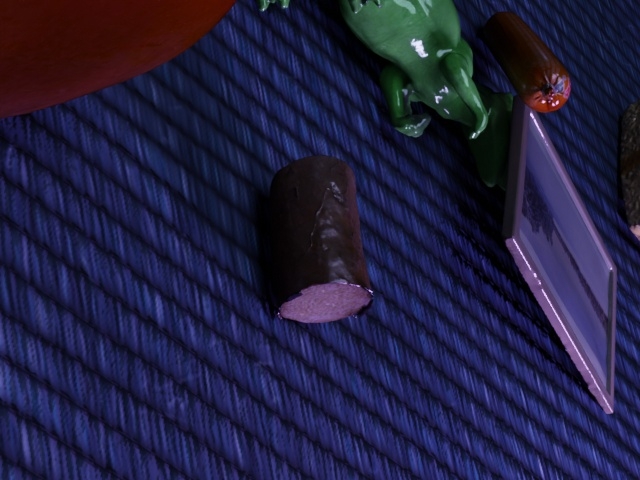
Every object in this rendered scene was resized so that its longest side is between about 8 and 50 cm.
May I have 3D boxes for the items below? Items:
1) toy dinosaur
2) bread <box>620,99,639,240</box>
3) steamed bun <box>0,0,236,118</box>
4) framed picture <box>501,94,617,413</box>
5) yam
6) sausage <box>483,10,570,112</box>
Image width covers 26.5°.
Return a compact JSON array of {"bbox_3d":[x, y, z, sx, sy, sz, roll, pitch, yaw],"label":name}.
[{"bbox_3d":[0.080,-0.312,1.380,0.374,0.144,0.500,12,64,-54],"label":"toy dinosaur"},{"bbox_3d":[0.483,-0.070,1.735,0.178,0.135,0.240,42,38,-27],"label":"bread"},{"bbox_3d":[-0.236,-0.194,0.796,0.379,0.248,0.235,-8,74,-63],"label":"steamed bun"},{"bbox_3d":[0.258,0.016,1.435,0.289,0.016,0.213,55,33,-37],"label":"framed picture"},{"bbox_3d":[-0.003,0.001,1.122,0.084,0.084,0.127,23,47,-42],"label":"yam"},{"bbox_3d":[0.217,-0.194,1.445,0.053,0.053,0.348,51,11,-16],"label":"sausage"}]
